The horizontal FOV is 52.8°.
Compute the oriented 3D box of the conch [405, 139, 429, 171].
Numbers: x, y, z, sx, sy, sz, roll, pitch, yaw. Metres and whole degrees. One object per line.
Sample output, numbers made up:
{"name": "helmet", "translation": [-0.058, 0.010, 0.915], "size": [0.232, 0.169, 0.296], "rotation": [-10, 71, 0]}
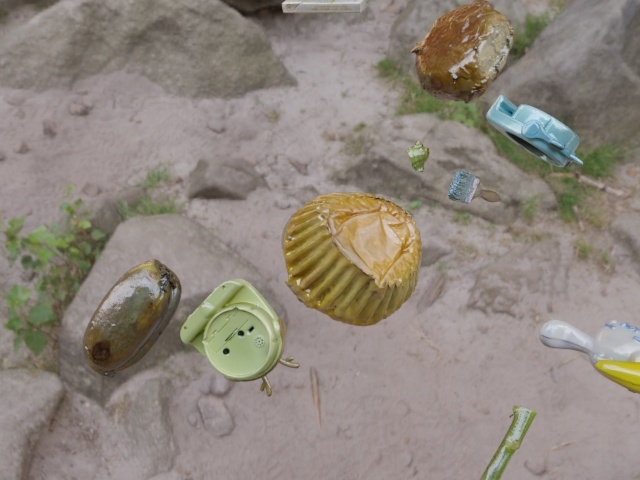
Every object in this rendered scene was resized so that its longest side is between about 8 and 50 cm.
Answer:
{"name": "conch", "translation": [0.348, -0.304, 2.313], "size": [0.089, 0.074, 0.121], "rotation": [3, 79, -11]}

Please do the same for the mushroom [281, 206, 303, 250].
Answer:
{"name": "mushroom", "translation": [0.000, 0.000, 1.854], "size": [0.227, 0.178, 0.226], "rotation": [-2, 53, 3]}

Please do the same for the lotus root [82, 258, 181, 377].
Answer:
{"name": "lotus root", "translation": [-0.355, 0.143, 1.210], "size": [0.123, 0.124, 0.241], "rotation": [39, 93, 26]}

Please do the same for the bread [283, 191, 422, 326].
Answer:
{"name": "bread", "translation": [0.059, 0.015, 1.021], "size": [0.240, 0.139, 0.239], "rotation": [17, 50, -21]}

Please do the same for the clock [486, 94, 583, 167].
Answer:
{"name": "clock", "translation": [0.607, -0.291, 1.776], "size": [0.224, 0.094, 0.274], "rotation": [24, 12, -38]}

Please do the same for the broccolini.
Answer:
{"name": "broccolini", "translation": [0.261, 0.462, 1.137], "size": [0.074, 0.079, 0.392], "rotation": [27, 81, 35]}

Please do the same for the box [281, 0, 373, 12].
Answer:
{"name": "box", "translation": [0.017, -0.476, 1.285], "size": [0.167, 0.024, 0.090], "rotation": [9, 38, 22]}

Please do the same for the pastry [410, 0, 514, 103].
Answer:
{"name": "pastry", "translation": [0.297, -0.389, 1.350], "size": [0.100, 0.219, 0.228], "rotation": [32, 48, -36]}

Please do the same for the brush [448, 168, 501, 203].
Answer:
{"name": "brush", "translation": [0.341, -0.106, 1.397], "size": [0.196, 0.070, 0.021], "rotation": [10, 16, -47]}

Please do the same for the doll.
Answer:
{"name": "doll", "translation": [0.558, 0.205, 1.144], "size": [0.237, 0.111, 0.252], "rotation": [-3, 21, -24]}

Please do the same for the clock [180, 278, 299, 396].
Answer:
{"name": "clock", "translation": [-0.205, 0.272, 1.740], "size": [0.308, 0.096, 0.235], "rotation": [44, 97, 8]}
